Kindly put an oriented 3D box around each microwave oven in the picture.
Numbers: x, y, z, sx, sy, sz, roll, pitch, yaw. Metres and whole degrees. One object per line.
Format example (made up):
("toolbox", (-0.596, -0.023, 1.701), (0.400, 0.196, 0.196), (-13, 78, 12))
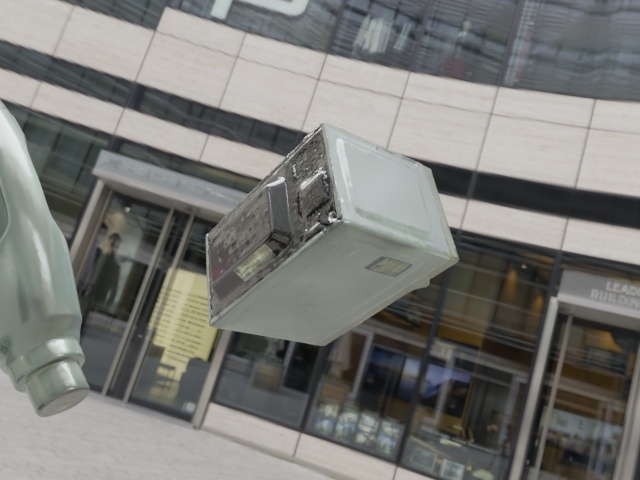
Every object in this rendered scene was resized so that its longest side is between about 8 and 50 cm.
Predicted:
("microwave oven", (0.000, 0.000, 1.032), (0.287, 0.218, 0.355), (17, -41, -35))

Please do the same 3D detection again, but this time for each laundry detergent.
("laundry detergent", (-0.401, 0.029, 0.781), (0.125, 0.397, 0.264), (-9, -32, -50))
